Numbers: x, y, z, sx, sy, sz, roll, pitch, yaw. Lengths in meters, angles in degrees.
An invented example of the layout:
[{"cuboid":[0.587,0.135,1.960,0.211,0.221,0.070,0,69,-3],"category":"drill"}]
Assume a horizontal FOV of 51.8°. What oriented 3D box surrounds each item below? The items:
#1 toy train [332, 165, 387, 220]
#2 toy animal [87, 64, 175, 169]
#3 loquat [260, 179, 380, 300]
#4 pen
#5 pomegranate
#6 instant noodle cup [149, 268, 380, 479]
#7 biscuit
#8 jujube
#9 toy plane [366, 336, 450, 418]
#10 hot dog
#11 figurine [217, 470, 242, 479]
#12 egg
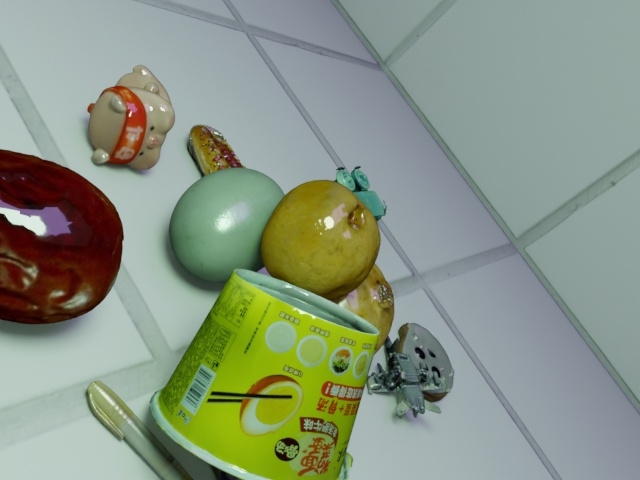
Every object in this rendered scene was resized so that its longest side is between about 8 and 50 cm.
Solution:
[{"cuboid":[0.081,-0.103,1.768,0.203,0.112,0.163,-13,72,-58],"category":"toy train"},{"cuboid":[-0.358,-0.231,1.259,0.171,0.171,0.198,38,28,-18],"category":"toy animal"},{"cuboid":[0.000,0.000,1.125,0.208,0.208,0.208,34,31,-25],"category":"loquat"},{"cuboid":[-0.243,0.287,0.913,0.233,0.032,0.040,49,51,-1],"category":"pen"},{"cuboid":[0.037,0.133,1.285,0.248,0.248,0.248,34,31,-25],"category":"pomegranate"},{"cuboid":[-0.059,0.188,0.952,0.311,0.222,0.311,24,3,-1],"category":"instant noodle cup"},{"cuboid":[0.255,0.292,1.585,0.181,0.049,0.208,44,28,-6],"category":"biscuit"},{"cuboid":[-0.422,-0.014,0.868,0.318,0.223,0.223,21,38,-29],"category":"jujube"},{"cuboid":[0.177,0.279,1.455,0.192,0.088,0.262,3,42,-18],"category":"toy plane"},{"cuboid":[-0.211,-0.156,1.460,0.253,0.069,0.131,54,30,13],"category":"hot dog"},{"cuboid":[-0.065,0.372,0.972,0.157,0.126,0.114,42,72,-10],"category":"figurine"},{"cuboid":[-0.165,-0.031,1.229,0.203,0.203,0.283,46,31,-4],"category":"egg"}]
